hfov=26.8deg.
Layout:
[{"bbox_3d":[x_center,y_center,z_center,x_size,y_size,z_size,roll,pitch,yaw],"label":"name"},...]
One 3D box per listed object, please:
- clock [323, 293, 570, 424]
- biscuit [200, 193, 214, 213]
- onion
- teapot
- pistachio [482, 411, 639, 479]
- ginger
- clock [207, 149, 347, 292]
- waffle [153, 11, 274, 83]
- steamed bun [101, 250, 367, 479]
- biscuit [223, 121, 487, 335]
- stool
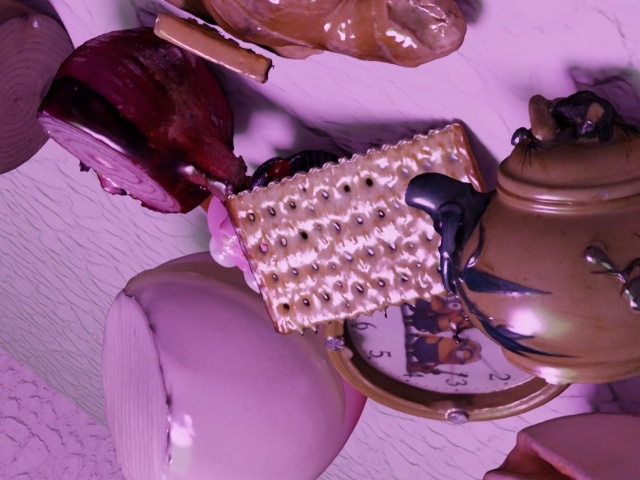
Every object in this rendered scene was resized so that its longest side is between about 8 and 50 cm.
[{"bbox_3d":[0.120,0.075,1.191,0.237,0.057,0.237,5,136,5],"label":"clock"},{"bbox_3d":[-0.128,-0.078,1.387,0.205,0.031,0.138,44,157,-14],"label":"biscuit"},{"bbox_3d":[-0.135,-0.100,1.214,0.218,0.140,0.195,23,157,34],"label":"onion"},{"bbox_3d":[0.187,-0.010,0.891,0.269,0.173,0.182,1,111,21],"label":"teapot"},{"bbox_3d":[0.315,0.280,1.115,0.365,0.281,0.445,35,174,-14],"label":"pistachio"},{"bbox_3d":[-0.041,-0.183,0.990,0.148,0.081,0.334,19,178,-38],"label":"ginger"},{"bbox_3d":[0.000,0.000,1.255,0.194,0.100,0.195,37,159,-11],"label":"clock"},{"bbox_3d":[-0.079,-0.154,1.078,0.097,0.023,0.152,25,-173,-1],"label":"waffle"},{"bbox_3d":[-0.075,0.152,1.482,0.309,0.309,0.309,32,157,15],"label":"steamed bun"},{"bbox_3d":[0.036,-0.003,1.100,0.231,0.016,0.139,-17,99,30],"label":"biscuit"},{"bbox_3d":[-0.409,-0.198,1.396,0.264,0.179,0.179,28,156,23],"label":"stool"}]
